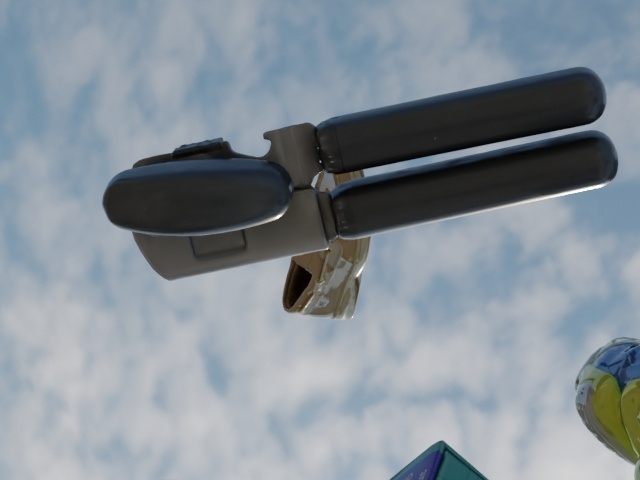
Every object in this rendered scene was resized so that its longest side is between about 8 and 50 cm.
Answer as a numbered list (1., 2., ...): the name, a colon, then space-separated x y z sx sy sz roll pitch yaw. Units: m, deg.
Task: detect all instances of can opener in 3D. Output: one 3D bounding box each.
1. can opener: 0.024 -0.031 0.882 0.093 0.280 0.074 -96 173 -75

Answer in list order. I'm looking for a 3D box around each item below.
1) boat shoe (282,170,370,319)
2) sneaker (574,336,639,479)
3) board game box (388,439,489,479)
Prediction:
1. boat shoe: 0.000 0.000 1.150 0.170 0.059 0.063 96 -15 -46
2. sneaker: 0.196 0.070 0.752 0.091 0.240 0.126 29 -78 -12
3. board game box: 0.067 0.159 0.284 0.210 0.160 0.047 40 -51 -7
